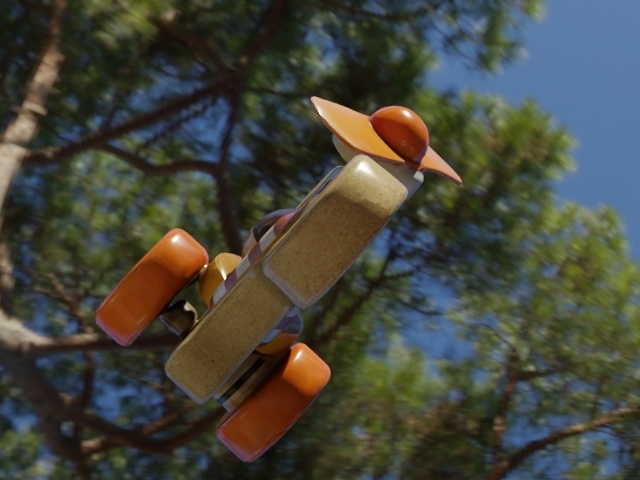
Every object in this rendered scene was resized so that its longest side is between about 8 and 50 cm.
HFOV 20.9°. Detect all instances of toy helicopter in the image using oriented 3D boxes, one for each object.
[{"bbox_3d":[0.000,0.000,1.011,0.140,0.355,0.235,44,-101,-2],"label":"toy helicopter"}]
